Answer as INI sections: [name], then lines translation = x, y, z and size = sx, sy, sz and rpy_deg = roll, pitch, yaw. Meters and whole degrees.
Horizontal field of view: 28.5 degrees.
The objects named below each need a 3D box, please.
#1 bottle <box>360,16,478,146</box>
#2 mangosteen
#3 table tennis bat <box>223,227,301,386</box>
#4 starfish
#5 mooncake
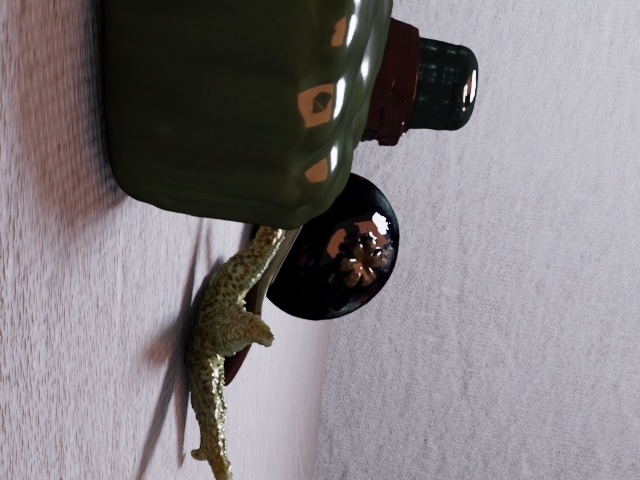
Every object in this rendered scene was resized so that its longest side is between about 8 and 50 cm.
[bottle]
translation = 0.017, -0.159, 1.234
size = 0.156, 0.271, 0.143
rpy_deg = -71, 169, -66
[mangosteen]
translation = 0.000, 0.000, 1.788
size = 0.243, 0.243, 0.243
rpy_deg = 8, 90, -85
[table tennis bat]
translation = -0.078, 0.064, 1.525
size = 0.154, 0.021, 0.274
rpy_deg = -88, -160, -47
[starfish]
translation = -0.096, 0.094, 1.353
size = 0.358, 0.078, 0.347
rpy_deg = 129, -21, -70
[mooncake]
translation = -0.042, -0.186, 0.983
size = 0.356, 0.194, 0.356
rpy_deg = 7, 90, -85
